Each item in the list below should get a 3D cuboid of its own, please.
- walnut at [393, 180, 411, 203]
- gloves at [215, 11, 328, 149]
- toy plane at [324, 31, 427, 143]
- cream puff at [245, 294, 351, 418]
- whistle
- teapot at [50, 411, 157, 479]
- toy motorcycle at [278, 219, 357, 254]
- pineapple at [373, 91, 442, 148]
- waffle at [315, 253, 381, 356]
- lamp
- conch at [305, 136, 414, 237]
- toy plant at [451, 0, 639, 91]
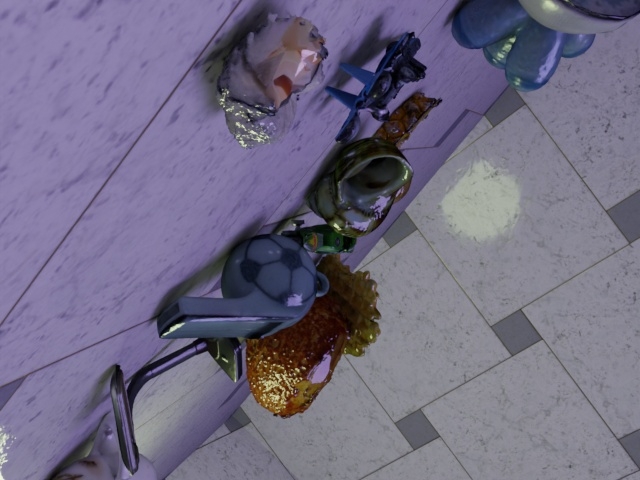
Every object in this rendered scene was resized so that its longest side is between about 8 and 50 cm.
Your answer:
[{"bbox_3d":[0.136,-0.120,1.812,0.124,0.105,0.105,-49,173,14],"label":"walnut"},{"bbox_3d":[-0.042,-0.139,0.741,0.114,0.070,0.153,-53,174,-9],"label":"gloves"},{"bbox_3d":[0.092,-0.214,1.096,0.246,0.078,0.169,-40,168,-50],"label":"toy plane"},{"bbox_3d":[-0.071,0.272,2.155,0.350,0.229,0.350,-54,-174,8],"label":"cream puff"},{"bbox_3d":[-0.107,0.064,1.284,0.290,0.163,0.163,4,139,-34],"label":"whistle"},{"bbox_3d":[-0.390,0.432,1.506,0.204,0.139,0.298,5,139,-40],"label":"teapot"},{"bbox_3d":[0.000,0.000,1.507,0.106,0.074,0.190,2,-176,39],"label":"toy motorcycle"},{"bbox_3d":[0.152,-0.212,1.645,0.221,0.047,0.221,-46,177,-4],"label":"pineapple"},{"bbox_3d":[0.059,0.167,2.262,0.058,0.281,0.301,-9,-173,-35],"label":"waffle"},{"bbox_3d":[-0.243,0.200,1.346,0.283,0.124,0.203,-39,149,-37],"label":"lamp"},{"bbox_3d":[0.061,-0.095,1.436,0.181,0.124,0.187,-38,145,4],"label":"conch"},{"bbox_3d":[0.343,-0.367,1.325,0.247,0.247,0.332,-45,179,-23],"label":"toy plant"}]
